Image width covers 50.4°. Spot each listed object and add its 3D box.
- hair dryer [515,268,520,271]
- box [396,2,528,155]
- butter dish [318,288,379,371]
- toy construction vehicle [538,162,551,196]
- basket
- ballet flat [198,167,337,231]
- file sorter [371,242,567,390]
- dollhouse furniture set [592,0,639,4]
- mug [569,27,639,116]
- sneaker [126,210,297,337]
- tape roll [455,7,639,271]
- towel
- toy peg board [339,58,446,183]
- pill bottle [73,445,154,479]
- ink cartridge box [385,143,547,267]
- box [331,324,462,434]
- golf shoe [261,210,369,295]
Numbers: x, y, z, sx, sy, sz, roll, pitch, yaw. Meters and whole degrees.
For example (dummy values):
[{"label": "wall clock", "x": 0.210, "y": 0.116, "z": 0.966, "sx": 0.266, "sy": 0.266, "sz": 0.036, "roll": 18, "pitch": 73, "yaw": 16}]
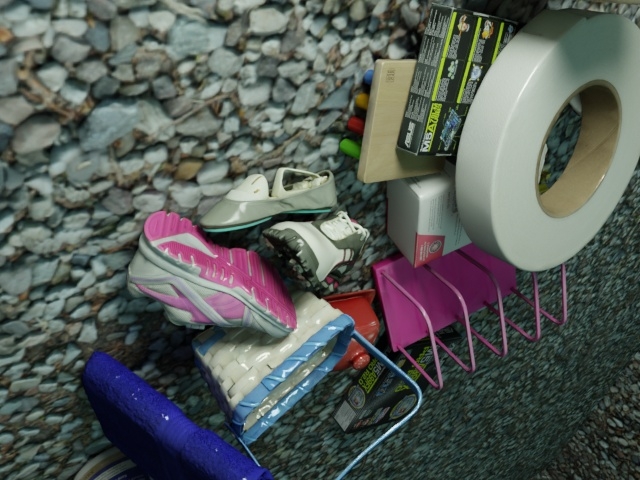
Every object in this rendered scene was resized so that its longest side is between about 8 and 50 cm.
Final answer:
[{"label": "hair dryer", "x": 0.363, "y": 0.086, "z": 1.455, "sx": 0.293, "sy": 0.080, "sz": 0.224, "roll": -25, "pitch": 142, "yaw": -23}, {"label": "box", "x": 0.198, "y": -0.209, "z": 0.921, "sx": 0.184, "sy": 0.045, "sz": 0.191, "roll": -6, "pitch": 117, "yaw": -38}, {"label": "butter dish", "x": 0.043, "y": 0.179, "z": 1.207, "sx": 0.160, "sy": 0.118, "sz": 0.160, "roll": -5, "pitch": 130, "yaw": -41}, {"label": "toy construction vehicle", "x": 0.429, "y": -0.102, "z": 1.357, "sx": 0.086, "sy": 0.035, "sz": 0.098, "roll": -20, "pitch": 140, "yaw": -29}, {"label": "basket", "x": -0.028, "y": 0.210, "z": 1.003, "sx": 0.255, "sy": 0.289, "sz": 0.201, "roll": -36, "pitch": 155, "yaw": -20}, {"label": "ballet flat", "x": -0.068, "y": -0.061, "z": 0.902, "sx": 0.213, "sy": 0.072, "sz": 0.068, "roll": -12, "pitch": 108, "yaw": -37}, {"label": "file sorter", "x": 0.276, "y": 0.106, "z": 1.229, "sx": 0.290, "sy": 0.182, "sz": 0.202, "roll": -24, "pitch": 123, "yaw": -14}, {"label": "dollhouse furniture set", "x": 0.296, "y": -0.479, "z": 0.727, "sx": 0.362, "sy": 0.256, "sz": 0.394, "roll": -26, "pitch": 121, "yaw": -23}, {"label": "mug", "x": 0.521, "y": -0.297, "z": 1.205, "sx": 0.169, "sy": 0.150, "sz": 0.113, "roll": -36, "pitch": 109, "yaw": -16}, {"label": "sneaker", "x": -0.143, "y": 0.064, "z": 0.893, "sx": 0.252, "sy": 0.103, "sz": 0.111, "roll": 33, "pitch": 119, "yaw": -25}, {"label": "tape roll", "x": 0.355, "y": -0.142, "z": 1.009, "sx": 0.392, "sy": 0.072, "sz": 0.392, "roll": -20, "pitch": 124, "yaw": -33}, {"label": "towel", "x": -0.189, "y": 0.290, "z": 0.946, "sx": 0.076, "sy": 0.308, "sz": 0.228, "roll": -44, "pitch": 152, "yaw": -35}, {"label": "toy peg board", "x": 0.104, "y": -0.175, "z": 0.942, "sx": 0.161, "sy": 0.079, "sz": 0.161, "roll": -12, "pitch": 120, "yaw": -38}, {"label": "pill bottle", "x": -0.276, "y": 0.464, "z": 1.068, "sx": 0.153, "sy": 0.265, "sz": 0.153, "roll": -26, "pitch": 142, "yaw": -22}, {"label": "ink cartridge box", "x": 0.232, "y": -0.082, "z": 1.111, "sx": 0.237, "sy": 0.100, "sz": 0.172, "roll": -23, "pitch": 142, "yaw": -15}, {"label": "box", "x": 0.171, "y": 0.303, "z": 1.516, "sx": 0.216, "sy": 0.060, "sz": 0.270, "roll": 2, "pitch": 126, "yaw": -45}, {"label": "golf shoe", "x": 0.000, "y": 0.000, "z": 0.953, "sx": 0.120, "sy": 0.105, "sz": 0.273, "roll": -44, "pitch": 169, "yaw": 2}]
